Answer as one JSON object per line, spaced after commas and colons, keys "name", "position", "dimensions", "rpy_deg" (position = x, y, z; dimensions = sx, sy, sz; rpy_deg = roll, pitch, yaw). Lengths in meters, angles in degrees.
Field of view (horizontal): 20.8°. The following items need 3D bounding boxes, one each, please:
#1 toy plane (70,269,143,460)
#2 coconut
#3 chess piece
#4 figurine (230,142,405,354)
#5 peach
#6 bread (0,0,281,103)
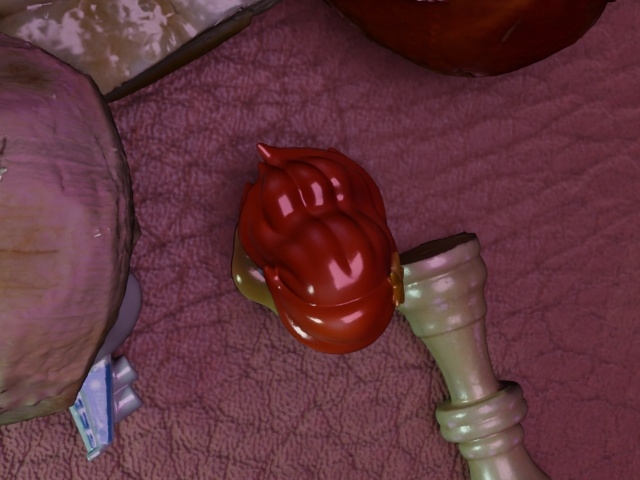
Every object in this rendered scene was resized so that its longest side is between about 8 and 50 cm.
{"name": "toy plane", "position": [-0.305, 0.115, 1.854], "dimensions": [0.266, 0.122, 0.267], "rpy_deg": [0, 90, -13]}
{"name": "coconut", "position": [-0.333, -0.011, 1.631], "dimensions": [0.404, 0.404, 0.405], "rpy_deg": [0, 91, -11]}
{"name": "chess piece", "position": [0.183, 0.194, 1.956], "dimensions": [0.117, 0.117, 0.397], "rpy_deg": [-21, 97, -10]}
{"name": "figurine", "position": [-0.007, 0.006, 1.837], "dimensions": [0.181, 0.257, 0.208], "rpy_deg": [16, 88, -11]}
{"name": "peach", "position": [0.115, -0.355, 1.809], "dimensions": [0.416, 0.353, 0.339], "rpy_deg": [34, 66, -32]}
{"name": "bread", "position": [-0.239, -0.319, 1.808], "dimensions": [0.300, 0.210, 0.341], "rpy_deg": [-33, 97, 4]}
